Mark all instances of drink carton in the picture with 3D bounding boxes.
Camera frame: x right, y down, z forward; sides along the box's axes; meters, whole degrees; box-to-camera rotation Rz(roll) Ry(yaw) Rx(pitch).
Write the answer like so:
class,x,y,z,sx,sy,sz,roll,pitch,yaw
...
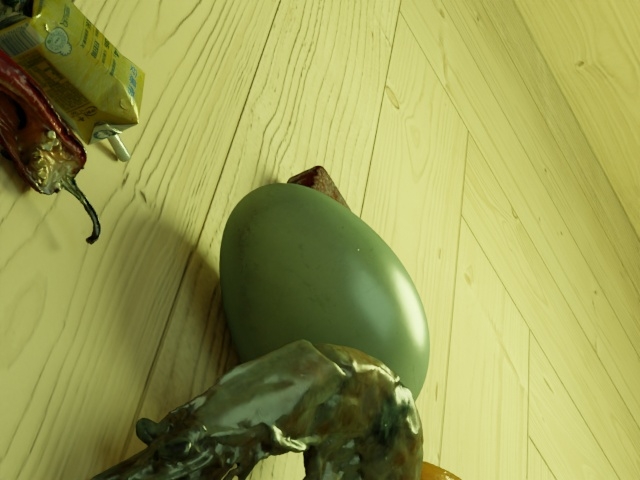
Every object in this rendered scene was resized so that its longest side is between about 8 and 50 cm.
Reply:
class,x,y,z,sx,sy,sz,roll,pitch,yaw
drink carton,-0.205,-0.139,1.239,0.200,0.074,0.084,45,32,-41

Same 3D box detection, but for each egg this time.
class,x,y,z,sx,sy,sz,roll,pitch,yaw
egg,0.000,0.067,1.375,0.264,0.183,0.183,61,23,-3

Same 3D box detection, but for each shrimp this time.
class,x,y,z,sx,sy,sz,roll,pitch,yaw
shrimp,-0.039,0.207,1.193,0.360,0.085,0.246,-1,92,-43

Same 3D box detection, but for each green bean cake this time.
class,x,y,z,sx,sy,sz,roll,pitch,yaw
green bean cake,0.000,0.000,1.598,0.135,0.056,0.135,57,25,-23

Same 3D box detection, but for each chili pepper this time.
class,x,y,z,sx,sy,sz,roll,pitch,yaw
chili pepper,-0.251,-0.108,1.146,0.268,0.059,0.050,56,-13,-22

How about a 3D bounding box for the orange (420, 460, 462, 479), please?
class,x,y,z,sx,sy,sz,roll,pitch,yaw
orange,0.084,0.302,1.384,0.193,0.161,0.193,-13,90,-69
